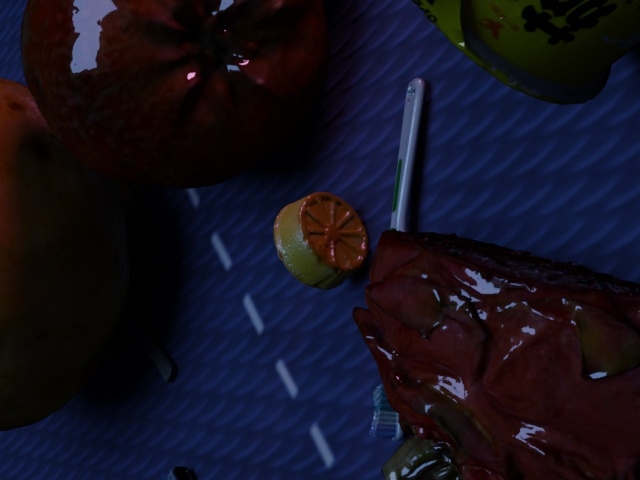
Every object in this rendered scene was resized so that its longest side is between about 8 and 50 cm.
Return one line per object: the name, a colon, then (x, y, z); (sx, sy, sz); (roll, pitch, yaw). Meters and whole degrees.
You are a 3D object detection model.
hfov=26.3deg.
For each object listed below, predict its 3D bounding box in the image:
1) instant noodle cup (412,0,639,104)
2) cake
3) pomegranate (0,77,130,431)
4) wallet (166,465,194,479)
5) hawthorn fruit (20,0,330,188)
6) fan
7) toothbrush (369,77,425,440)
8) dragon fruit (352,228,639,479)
instant noodle cup: (0.183, -0.280, 0.841); (0.254, 0.326, 0.325); (-30, 60, 34)
cake: (0.000, 0.000, 1.178); (0.044, 0.084, 0.084); (-34, 58, 40)
pomegranate: (-0.365, 0.010, 1.429); (0.410, 0.410, 0.410); (-13, 73, 50)
wallet: (-0.132, 0.350, 1.312); (0.167, 0.036, 0.222); (-58, 43, 27)
hawthorn fruit: (-0.140, -0.172, 1.250); (0.300, 0.275, 0.275); (-27, 62, 57)
fan: (-0.232, 0.051, 1.514); (0.335, 0.011, 0.229); (46, 118, 45)
toothbrush: (0.069, 0.013, 1.136); (0.030, 0.030, 0.304); (-4, 78, 51)
dragon fruit: (0.111, 0.108, 0.963); (0.317, 0.152, 0.205); (15, 96, 52)
